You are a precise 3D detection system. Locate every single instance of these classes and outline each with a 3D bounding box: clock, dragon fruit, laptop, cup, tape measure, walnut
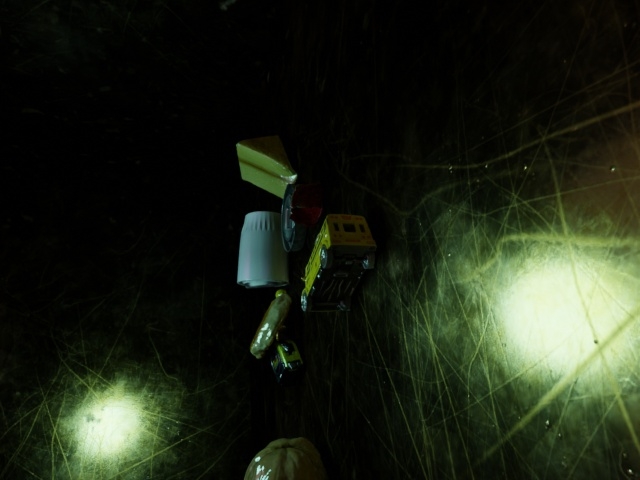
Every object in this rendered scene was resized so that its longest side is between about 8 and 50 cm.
[{"bbox_3d":[-0.120,-0.102,1.896,0.312,0.062,0.312,-179,90,-74],"label":"clock"},{"bbox_3d":[-0.059,-0.132,1.597,0.161,0.121,0.127,108,163,-56],"label":"dragon fruit"},{"bbox_3d":[-0.124,0.378,1.946,0.154,0.026,0.207,111,155,-54],"label":"laptop"},{"bbox_3d":[-0.279,0.058,2.110,0.253,0.254,0.371,138,134,-68],"label":"cup"},{"bbox_3d":[-0.147,0.518,1.841,0.186,0.112,0.199,61,144,36],"label":"tape measure"},{"bbox_3d":[-0.106,0.851,1.396,0.306,0.306,0.343,172,102,-73],"label":"walnut"}]

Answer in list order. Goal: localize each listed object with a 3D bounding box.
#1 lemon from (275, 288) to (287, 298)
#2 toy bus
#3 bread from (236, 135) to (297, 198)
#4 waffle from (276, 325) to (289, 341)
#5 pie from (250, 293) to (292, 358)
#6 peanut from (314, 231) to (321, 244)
[{"bbox_3d":[-0.195,0.275,2.125,0.083,0.062,0.062,135,134,-67],"label":"lemon"},{"bbox_3d":[0.037,0.079,1.207,0.330,0.144,0.152,112,154,-47],"label":"toy bus"},{"bbox_3d":[-0.264,-0.339,2.093,0.361,0.245,0.233,-115,17,-50],"label":"bread"},{"bbox_3d":[-0.181,0.533,2.038,0.219,0.057,0.229,144,125,-77],"label":"waffle"},{"bbox_3d":[-0.225,0.378,1.915,0.315,0.092,0.315,-62,3,5],"label":"pie"},{"bbox_3d":[0.000,0.000,1.530,0.083,0.037,0.037,117,151,-47],"label":"peanut"}]
